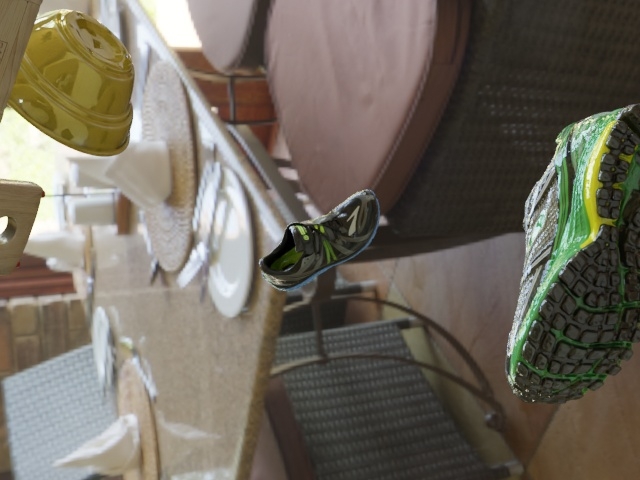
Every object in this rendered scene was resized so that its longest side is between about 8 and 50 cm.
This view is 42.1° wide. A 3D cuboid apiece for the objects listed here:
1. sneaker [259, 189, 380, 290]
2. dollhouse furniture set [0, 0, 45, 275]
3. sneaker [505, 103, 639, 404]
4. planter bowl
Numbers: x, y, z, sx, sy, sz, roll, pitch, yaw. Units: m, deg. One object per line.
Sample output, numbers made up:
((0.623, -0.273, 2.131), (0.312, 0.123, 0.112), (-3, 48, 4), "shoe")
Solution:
((0.000, 0.000, 1.102), (0.188, 0.078, 0.067), (-35, 59, 10), "sneaker")
((-0.243, -0.087, 0.504), (0.129, 0.129, 0.183), (30, 103, 26), "dollhouse furniture set")
((0.288, 0.019, 0.933), (0.343, 0.134, 0.146), (-68, 20, -6), "sneaker")
((-0.294, -0.212, 1.009), (0.090, 0.217, 0.217), (-41, 50, 23), "planter bowl")
